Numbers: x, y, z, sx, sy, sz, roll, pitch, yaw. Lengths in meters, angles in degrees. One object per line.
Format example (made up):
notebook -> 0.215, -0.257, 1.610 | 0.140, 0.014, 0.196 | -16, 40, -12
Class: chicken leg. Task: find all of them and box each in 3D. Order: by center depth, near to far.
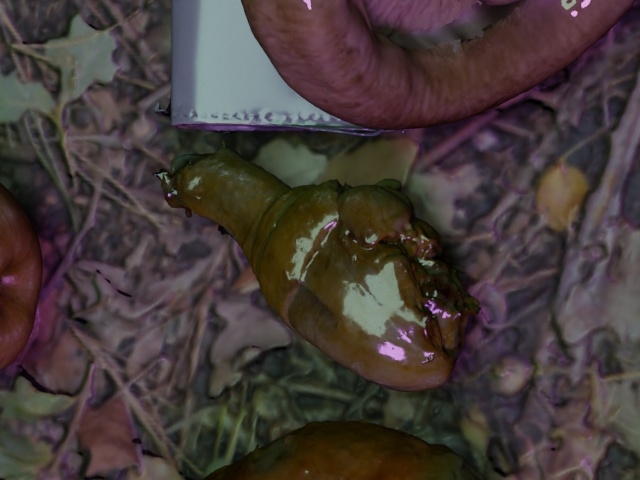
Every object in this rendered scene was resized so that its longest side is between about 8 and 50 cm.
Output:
chicken leg -> 0.000, 0.000, 1.094 | 0.228, 0.088, 0.103 | 41, 108, 29

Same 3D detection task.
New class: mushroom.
mushroom -> 0.084, -0.138, 1.029 | 0.286, 0.151, 0.156 | -20, 37, -23

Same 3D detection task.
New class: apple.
apple -> -0.242, 0.020, 1.158 | 0.131, 0.146, 0.146 | 11, 86, 14

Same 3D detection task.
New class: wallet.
wallet -> -0.011, -0.174, 1.128 | 0.170, 0.069, 0.231 | 1, 85, 5

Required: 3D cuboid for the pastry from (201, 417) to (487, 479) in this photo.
pastry -> 0.008, 0.205, 1.043 | 0.229, 0.100, 0.218 | 24, 95, 19
